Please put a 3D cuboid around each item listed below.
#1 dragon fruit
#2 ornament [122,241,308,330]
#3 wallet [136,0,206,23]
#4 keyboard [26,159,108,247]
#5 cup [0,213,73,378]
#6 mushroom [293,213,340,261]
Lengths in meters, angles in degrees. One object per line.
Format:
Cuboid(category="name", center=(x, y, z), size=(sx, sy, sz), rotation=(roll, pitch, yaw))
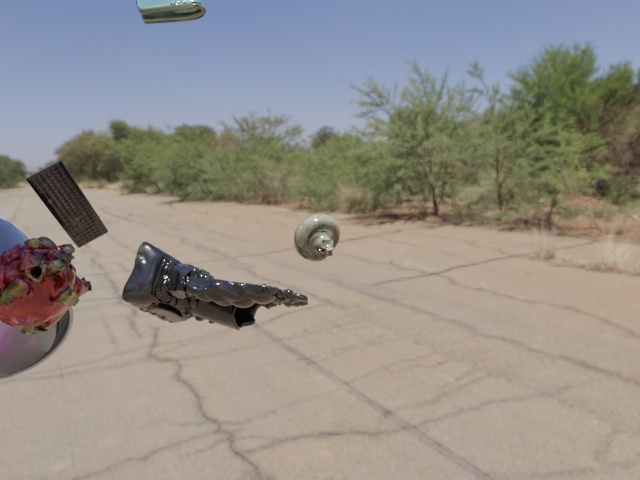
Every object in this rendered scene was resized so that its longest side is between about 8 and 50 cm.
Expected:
Cuboid(category="dragon fruit", center=(-0.466, 0.072, 0.922), size=(0.166, 0.160, 0.172), rotation=(-11, -3, -30))
Cuboid(category="ornament", center=(-0.158, 0.093, 0.936), size=(0.260, 0.106, 0.251), rotation=(6, -16, 13))
Cuboid(category="wallet", center=(-0.393, -0.682, 1.429), size=(0.176, 0.251, 0.075), rotation=(-8, -17, -4))
Cuboid(category="keyboard", center=(-0.429, -0.057, 0.958), size=(0.063, 0.198, 0.010), rotation=(-34, 60, -18))
Cuboid(category="cup", center=(-0.728, 0.101, 1.217), size=(0.253, 0.253, 0.371), rotation=(-11, 40, -41))
Cuboid(category="mushroom", center=(0.000, 0.000, 0.937), size=(0.085, 0.085, 0.079), rotation=(-8, 25, -23))
